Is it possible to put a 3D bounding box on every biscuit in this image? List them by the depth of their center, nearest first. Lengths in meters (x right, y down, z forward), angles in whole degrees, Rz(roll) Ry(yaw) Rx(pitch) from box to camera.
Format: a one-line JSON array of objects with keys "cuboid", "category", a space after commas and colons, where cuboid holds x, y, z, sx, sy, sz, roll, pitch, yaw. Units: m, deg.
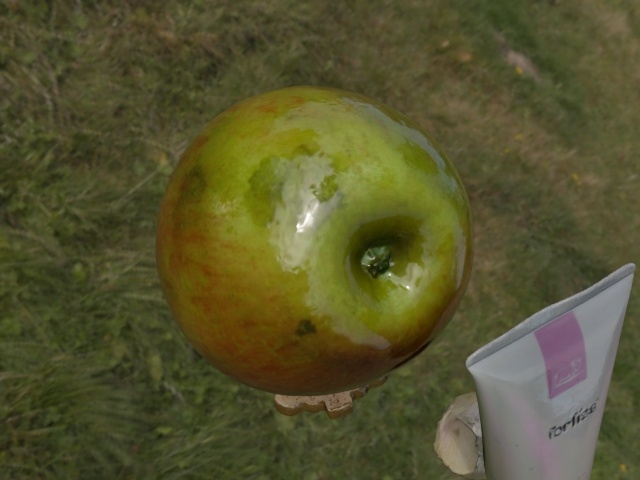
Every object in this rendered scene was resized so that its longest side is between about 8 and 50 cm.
[{"cuboid": [0.004, 0.202, 1.734, 0.041, 0.212, 0.239, 72, -2, -56], "category": "biscuit"}]

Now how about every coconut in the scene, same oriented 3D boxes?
[{"cuboid": [0.216, 0.263, 1.366, 0.110, 0.110, 0.125, -14, 117, -57], "category": "coconut"}]

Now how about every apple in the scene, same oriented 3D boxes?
[{"cuboid": [0.000, 0.000, 1.043, 0.339, 0.339, 0.340, 34, 39, -33], "category": "apple"}]

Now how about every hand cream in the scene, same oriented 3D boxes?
[{"cuboid": [0.231, 0.167, 1.014, 0.118, 0.185, 0.359, 57, -12, 35], "category": "hand cream"}]
